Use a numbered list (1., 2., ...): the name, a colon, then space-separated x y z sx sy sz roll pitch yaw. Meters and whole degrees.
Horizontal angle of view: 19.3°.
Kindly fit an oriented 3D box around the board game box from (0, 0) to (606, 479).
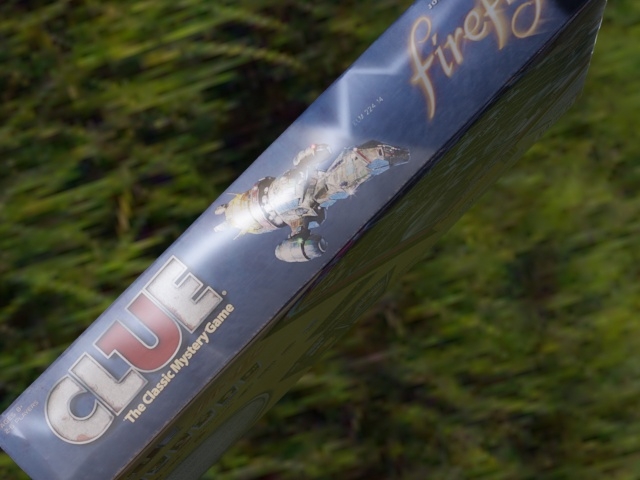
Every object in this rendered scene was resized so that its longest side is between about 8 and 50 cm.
1. board game box: 0.000 0.000 0.667 0.042 0.243 0.165 44 -4 9
